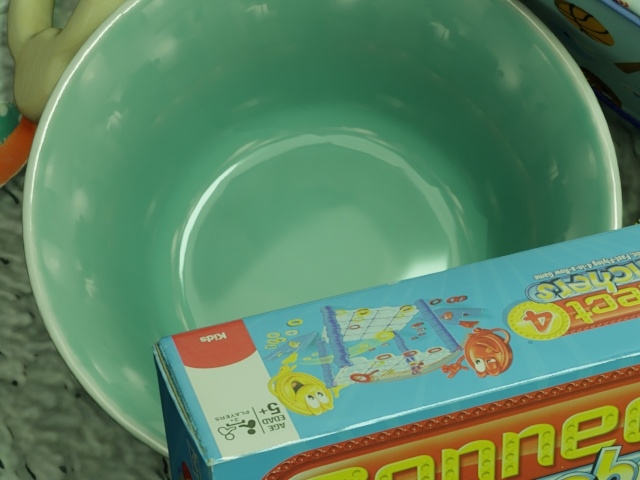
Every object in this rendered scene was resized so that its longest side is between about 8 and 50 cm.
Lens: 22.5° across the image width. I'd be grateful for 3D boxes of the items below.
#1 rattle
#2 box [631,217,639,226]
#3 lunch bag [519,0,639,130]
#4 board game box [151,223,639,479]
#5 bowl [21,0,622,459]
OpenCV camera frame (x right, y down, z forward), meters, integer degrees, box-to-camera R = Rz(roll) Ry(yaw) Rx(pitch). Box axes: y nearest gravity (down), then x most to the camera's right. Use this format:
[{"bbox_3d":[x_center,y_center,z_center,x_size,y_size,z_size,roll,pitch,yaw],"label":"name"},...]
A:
[{"bbox_3d":[-0.134,-0.115,1.012,0.130,0.143,0.199,13,89,37],"label":"rattle"},{"bbox_3d":[0.253,0.042,0.948,0.054,0.059,0.169,-43,78,-12],"label":"box"},{"bbox_3d":[0.161,-0.156,0.919,0.303,0.243,0.115,41,88,13],"label":"lunch bag"},{"bbox_3d":[0.091,0.153,0.774,0.308,0.302,0.086,-13,37,-13],"label":"board game box"},{"bbox_3d":[0.000,0.000,0.908,0.312,0.163,0.311,0,74,0],"label":"bowl"}]
